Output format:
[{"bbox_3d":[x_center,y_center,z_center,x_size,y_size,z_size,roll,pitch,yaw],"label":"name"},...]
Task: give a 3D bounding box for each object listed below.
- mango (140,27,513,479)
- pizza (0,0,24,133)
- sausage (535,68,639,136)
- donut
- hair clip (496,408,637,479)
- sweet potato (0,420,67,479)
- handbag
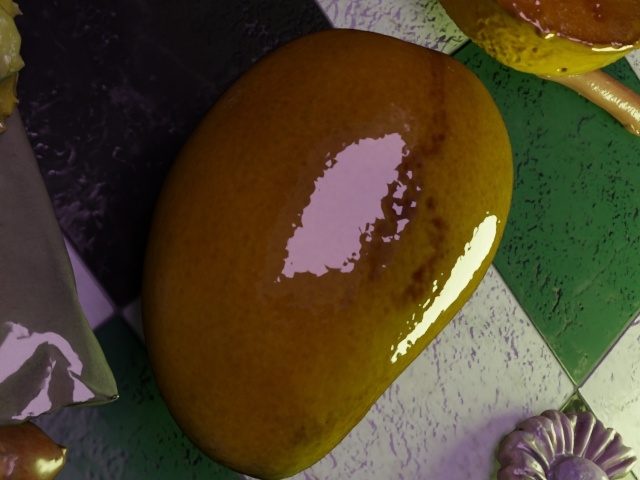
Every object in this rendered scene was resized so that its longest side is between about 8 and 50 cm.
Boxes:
[{"bbox_3d":[0.000,0.000,0.827,0.263,0.221,0.378,37,69,-23],"label":"mango"},{"bbox_3d":[-0.226,-0.184,0.607,0.280,0.075,0.288,-59,147,-33],"label":"pizza"},{"bbox_3d":[0.308,-0.170,1.174,0.186,0.043,0.043,25,65,-25],"label":"sausage"},{"bbox_3d":[0.241,-0.299,1.104,0.302,0.110,0.303,10,63,-19],"label":"donut"},{"bbox_3d":[0.246,0.309,0.985,0.173,0.069,0.301,8,72,-30],"label":"hair clip"},{"bbox_3d":[-0.348,0.148,0.635,0.385,0.109,0.109,4,75,-26],"label":"sweet potato"},{"bbox_3d":[-0.290,-0.010,0.679,0.253,0.109,0.316,-4,57,-30],"label":"handbag"}]
